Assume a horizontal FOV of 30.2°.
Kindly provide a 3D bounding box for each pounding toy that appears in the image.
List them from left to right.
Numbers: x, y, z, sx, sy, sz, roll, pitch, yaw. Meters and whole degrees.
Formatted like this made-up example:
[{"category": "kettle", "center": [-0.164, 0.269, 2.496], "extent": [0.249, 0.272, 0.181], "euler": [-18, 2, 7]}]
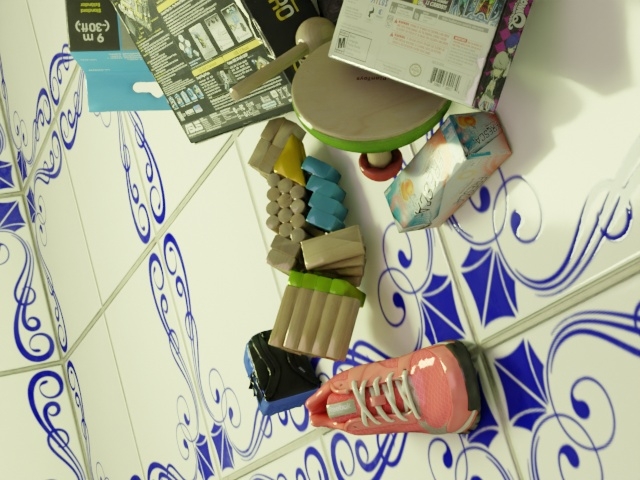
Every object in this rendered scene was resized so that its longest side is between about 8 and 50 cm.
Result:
[{"category": "pounding toy", "center": [0.043, -0.151, 1.364], "extent": [0.237, 0.183, 0.110], "euler": [24, 147, 28]}]

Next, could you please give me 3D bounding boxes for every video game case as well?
[{"category": "video game case", "center": [0.120, -0.260, 1.224], "extent": [0.232, 0.042, 0.210], "euler": [27, 104, 46]}]

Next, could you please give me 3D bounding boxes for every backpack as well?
[{"category": "backpack", "center": [-0.070, 0.201, 1.816], "extent": [0.120, 0.098, 0.101], "euler": [67, 154, 24]}]

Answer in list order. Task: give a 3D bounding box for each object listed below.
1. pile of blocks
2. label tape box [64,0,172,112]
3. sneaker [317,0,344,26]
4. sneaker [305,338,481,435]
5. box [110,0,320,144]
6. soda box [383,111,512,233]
[{"category": "pile of blocks", "center": [0.000, 0.000, 1.631], "extent": [0.112, 0.149, 0.362], "euler": [34, -135, -65]}, {"category": "label tape box", "center": [-0.267, -0.357, 1.844], "extent": [0.106, 0.241, 0.333], "euler": [-89, -3, -73]}, {"category": "sneaker", "center": [0.057, -0.286, 1.427], "extent": [0.234, 0.078, 0.106], "euler": [-154, 54, -62]}, {"category": "sneaker", "center": [0.084, 0.202, 1.464], "extent": [0.314, 0.136, 0.116], "euler": [-29, 74, 62]}, {"category": "box", "center": [-0.152, -0.304, 1.601], "extent": [0.318, 0.097, 0.395], "euler": [59, 157, -11]}, {"category": "soda box", "center": [0.140, -0.075, 1.338], "extent": [0.183, 0.063, 0.058], "euler": [-52, 52, 56]}]
